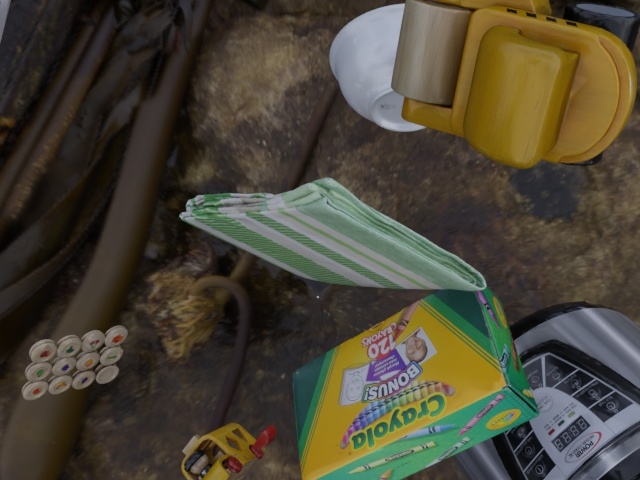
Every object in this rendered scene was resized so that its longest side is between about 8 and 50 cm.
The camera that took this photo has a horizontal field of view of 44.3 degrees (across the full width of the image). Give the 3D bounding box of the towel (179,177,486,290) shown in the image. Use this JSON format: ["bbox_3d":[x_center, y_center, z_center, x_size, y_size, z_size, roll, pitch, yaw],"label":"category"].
[{"bbox_3d":[0.000,0.000,0.941,0.248,0.324,0.038,29,73,-31],"label":"towel"}]

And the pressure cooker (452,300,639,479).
[{"bbox_3d":[0.426,0.333,1.115,0.375,0.420,0.370,-10,127,-21],"label":"pressure cooker"}]

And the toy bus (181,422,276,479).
[{"bbox_3d":[-0.180,0.374,1.323,0.104,0.202,0.191,39,52,14],"label":"toy bus"}]

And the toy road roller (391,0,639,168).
[{"bbox_3d":[0.222,-0.208,0.984,0.329,0.240,0.203,21,119,24],"label":"toy road roller"}]

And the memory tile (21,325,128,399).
[{"bbox_3d":[-0.350,0.176,1.126,0.012,0.148,0.113,45,126,32],"label":"memory tile"}]

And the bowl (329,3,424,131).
[{"bbox_3d":[0.165,-0.304,1.519,0.297,0.298,0.134,1,62,0],"label":"bowl"}]

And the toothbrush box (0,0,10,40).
[{"bbox_3d":[-0.222,-0.160,0.186,0.216,0.296,0.126,-3,48,-8],"label":"toothbrush box"}]

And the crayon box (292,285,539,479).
[{"bbox_3d":[0.100,0.180,0.935,0.278,0.165,0.081,-32,130,22],"label":"crayon box"}]
